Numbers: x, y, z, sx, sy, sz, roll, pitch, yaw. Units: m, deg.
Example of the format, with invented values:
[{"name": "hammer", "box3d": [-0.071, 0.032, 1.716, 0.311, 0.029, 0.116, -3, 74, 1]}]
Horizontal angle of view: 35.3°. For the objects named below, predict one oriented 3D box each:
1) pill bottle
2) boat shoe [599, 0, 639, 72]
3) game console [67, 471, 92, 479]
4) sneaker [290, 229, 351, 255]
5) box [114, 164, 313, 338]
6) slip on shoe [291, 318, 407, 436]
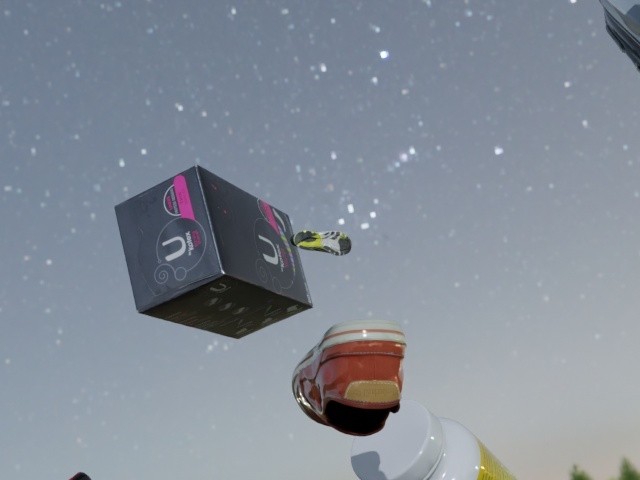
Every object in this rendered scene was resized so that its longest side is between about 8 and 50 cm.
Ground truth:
[{"name": "pill bottle", "box3d": [0.198, 0.391, 1.540, 0.187, 0.188, 0.334, -23, -54, 31]}, {"name": "boat shoe", "box3d": [0.467, -0.231, 1.309, 0.113, 0.306, 0.105, -34, -30, -6]}, {"name": "game console", "box3d": [-0.256, 0.522, 1.201, 0.060, 0.387, 0.342, -20, 20, 25]}, {"name": "sneaker", "box3d": [0.000, 0.000, 1.282, 0.083, 0.031, 0.035, 11, -2, -25]}, {"name": "box", "box3d": [-0.143, 0.026, 1.419, 0.143, 0.165, 0.270, -24, -21, 19]}, {"name": "slip on shoe", "box3d": [0.033, 0.182, 1.175, 0.123, 0.101, 0.331, 0, -20, -8]}]
